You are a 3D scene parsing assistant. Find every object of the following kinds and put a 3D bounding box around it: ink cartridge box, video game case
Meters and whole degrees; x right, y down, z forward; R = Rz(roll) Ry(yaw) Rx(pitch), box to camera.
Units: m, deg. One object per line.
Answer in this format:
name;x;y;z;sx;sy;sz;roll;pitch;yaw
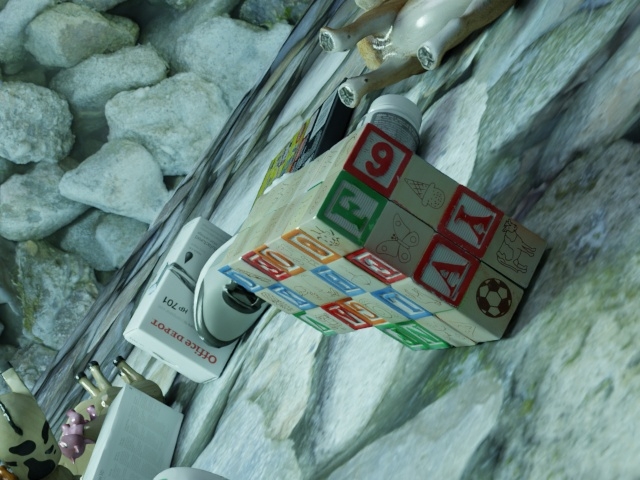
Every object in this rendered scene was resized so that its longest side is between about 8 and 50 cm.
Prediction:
ink cartridge box;-0.170;0.086;1.669;0.082;0.139;0.191;-28;33;62
video game case;-0.042;-0.101;1.883;0.248;0.035;0.275;-44;19;44

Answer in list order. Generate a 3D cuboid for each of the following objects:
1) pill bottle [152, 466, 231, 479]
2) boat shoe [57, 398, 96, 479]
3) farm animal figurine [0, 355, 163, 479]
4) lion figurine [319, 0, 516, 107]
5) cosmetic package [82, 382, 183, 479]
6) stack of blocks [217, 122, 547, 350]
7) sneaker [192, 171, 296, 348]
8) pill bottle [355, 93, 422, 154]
pill bottle;-0.133;0.317;1.033;0.117;0.117;0.208;-41;21;50
boat shoe;-0.427;0.403;1.979;0.092;0.102;0.285;103;-170;-80
farm animal figurine;-0.396;0.301;1.720;0.330;0.327;0.172;-44;57;-4
lion figurine;0.148;-0.281;1.418;0.240;0.142;0.392;-32;14;-32
cosmetic package;-0.257;0.298;1.579;0.060;0.099;0.239;-51;14;23
stack of blocks;0.038;0.015;0.999;0.087;0.171;0.297;-61;12;-17
sneaker;-0.082;0.028;1.588;0.272;0.100;0.108;-57;18;3
pill bottle;0.072;-0.103;1.363;0.078;0.078;0.137;-43;19;47
